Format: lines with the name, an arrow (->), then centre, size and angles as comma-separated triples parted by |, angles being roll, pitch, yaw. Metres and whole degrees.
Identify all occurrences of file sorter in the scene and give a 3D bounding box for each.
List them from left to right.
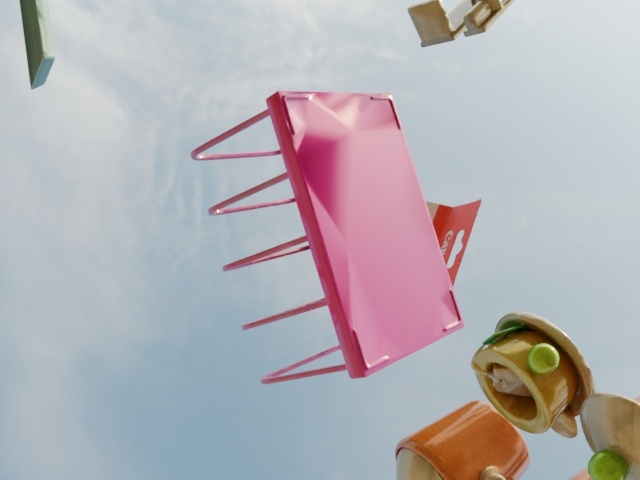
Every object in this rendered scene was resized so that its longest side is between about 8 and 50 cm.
file sorter -> 0.000, 0.000, 0.786 | 0.182, 0.202, 0.291 | -20, -94, 40

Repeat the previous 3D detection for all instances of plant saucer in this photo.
plant saucer -> -0.336, -0.275, 0.797 | 0.067, 0.018, 0.192 | -35, -116, 49

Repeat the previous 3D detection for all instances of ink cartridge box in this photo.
ink cartridge box -> 0.120, 0.010, 0.907 | 0.045, 0.179, 0.145 | 31, -111, -22

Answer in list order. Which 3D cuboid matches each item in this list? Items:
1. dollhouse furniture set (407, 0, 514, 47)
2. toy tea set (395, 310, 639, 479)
dollhouse furniture set -> 0.188, -0.360, 0.882 | 0.144, 0.151, 0.123 | 4, -136, 48
toy tea set -> 0.147, 0.177, 0.489 | 0.124, 0.336, 0.200 | -31, -121, -23
